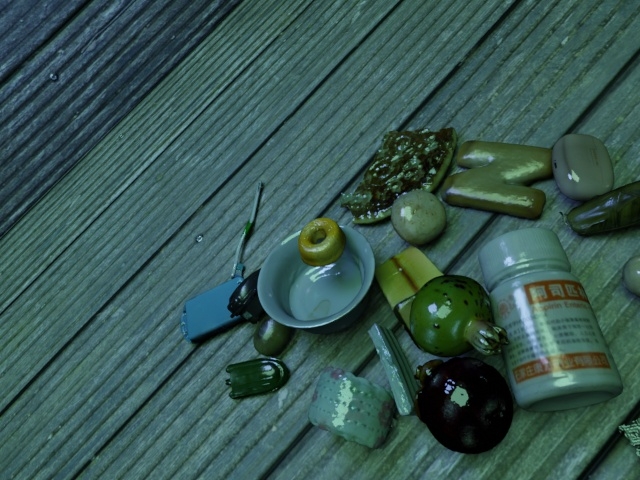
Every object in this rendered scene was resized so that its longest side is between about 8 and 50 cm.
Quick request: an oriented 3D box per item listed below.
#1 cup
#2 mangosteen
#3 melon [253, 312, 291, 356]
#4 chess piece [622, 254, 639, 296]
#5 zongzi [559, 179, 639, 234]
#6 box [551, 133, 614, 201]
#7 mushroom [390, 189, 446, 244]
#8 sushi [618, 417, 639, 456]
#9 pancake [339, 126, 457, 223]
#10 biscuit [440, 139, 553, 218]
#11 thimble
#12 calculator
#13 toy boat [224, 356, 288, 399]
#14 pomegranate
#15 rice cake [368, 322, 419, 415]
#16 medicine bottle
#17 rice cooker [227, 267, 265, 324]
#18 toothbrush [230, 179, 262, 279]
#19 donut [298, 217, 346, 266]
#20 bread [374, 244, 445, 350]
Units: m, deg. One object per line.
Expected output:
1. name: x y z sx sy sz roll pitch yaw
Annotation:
1. cup: 0.006 0.132 1.314 0.347 0.163 0.347 -11 49 14
2. mangosteen: 0.307 0.355 1.028 0.211 0.211 0.250 -52 31 -9
3. melon: -0.140 0.270 1.363 0.099 0.099 0.162 18 70 34
4. chess piece: 0.814 0.078 0.985 0.260 0.143 0.143 -4 60 33
5. zongzi: 0.695 -0.085 1.083 0.204 0.204 0.094 -12 67 21
6. box: 0.696 -0.195 1.203 0.145 0.088 0.200 6 64 -3
7. mushroom: 0.284 -0.069 1.326 0.166 0.166 0.127 -63 12 -17
8. sushi: 0.722 0.400 0.890 0.200 0.031 0.139 -25 53 8
9. pancake: 0.253 -0.210 1.485 0.304 0.067 0.427 26 76 43
10. biscuit: 0.521 -0.188 1.324 0.290 0.062 0.237 18 70 32
11. thimble: 0.084 0.413 1.119 0.210 0.185 0.149 22 72 0
12. calculator: -0.347 0.231 1.519 0.293 0.051 0.173 -25 52 11
13. toy boat: -0.194 0.405 1.338 0.210 0.052 0.104 -17 71 17
14. pomegranate: 0.312 0.180 1.018 0.202 0.202 0.248 -49 33 -7
15. rice cake: 0.194 0.326 1.143 0.043 0.127 0.237 -35 54 18
16. medicine bottle: 0.499 0.174 1.023 0.210 0.211 0.372 -16 56 18
17. rice cooker: -0.201 0.169 1.408 0.142 0.118 0.203 -44 6 48
18. toothbrush: -0.268 -0.049 1.652 0.040 0.042 0.418 13 62 -11
19. donut: 0.000 0.000 1.278 0.151 0.058 0.152 -13 47 14
20. bread: 0.274 0.148 1.262 0.167 0.163 0.264 -33 20 6
